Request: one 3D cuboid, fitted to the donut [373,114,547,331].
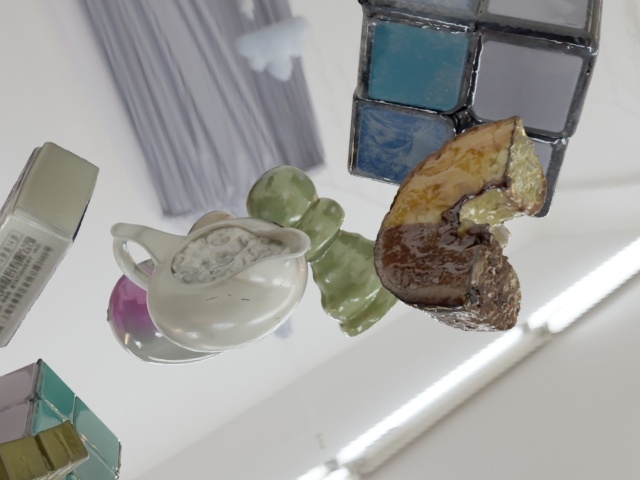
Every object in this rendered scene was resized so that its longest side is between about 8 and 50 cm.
[{"bbox_3d":[0.133,-0.005,0.929,0.141,0.085,0.217,-7,-131,42],"label":"donut"}]

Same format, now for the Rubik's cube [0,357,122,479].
[{"bbox_3d":[-0.441,0.352,1.454,0.221,0.231,0.225,-23,-143,11],"label":"Rubik's cube"}]

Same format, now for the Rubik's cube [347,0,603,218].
[{"bbox_3d":[0.226,-0.265,1.463,0.318,0.313,0.316,13,-135,10],"label":"Rubik's cube"}]

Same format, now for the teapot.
[{"bbox_3d":[-0.139,0.044,1.279,0.299,0.166,0.208,8,-127,22],"label":"teapot"}]

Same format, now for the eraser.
[{"bbox_3d":[-0.358,0.023,1.180,0.279,0.081,0.124,-48,-157,37],"label":"eraser"}]

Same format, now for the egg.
[{"bbox_3d":[-0.230,0.118,1.739,0.271,0.196,0.196,1,177,-34],"label":"egg"}]

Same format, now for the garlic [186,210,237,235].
[{"bbox_3d":[-0.242,0.018,2.094,0.128,0.149,0.266,12,-161,32],"label":"garlic"}]

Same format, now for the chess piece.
[{"bbox_3d":[0.000,0.000,1.427,0.144,0.251,0.144,-43,-169,11],"label":"chess piece"}]

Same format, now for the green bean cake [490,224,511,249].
[{"bbox_3d":[0.250,0.013,1.842,0.179,0.109,0.085,-44,-178,20],"label":"green bean cake"}]

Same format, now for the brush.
[{"bbox_3d":[-0.342,0.259,0.997,0.233,0.047,0.103,-36,166,27],"label":"brush"}]
